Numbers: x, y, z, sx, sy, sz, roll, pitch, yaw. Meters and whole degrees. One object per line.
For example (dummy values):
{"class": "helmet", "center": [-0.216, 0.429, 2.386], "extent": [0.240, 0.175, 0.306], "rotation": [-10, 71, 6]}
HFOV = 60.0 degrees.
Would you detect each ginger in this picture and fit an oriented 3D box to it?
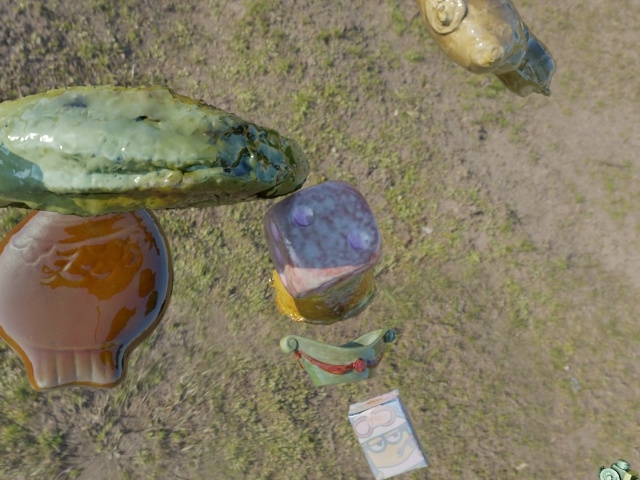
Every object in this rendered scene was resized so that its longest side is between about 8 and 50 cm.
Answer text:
{"class": "ginger", "center": [0.129, -0.252, 0.545], "extent": [0.334, 0.081, 0.148], "rotation": [46, 46, -16]}

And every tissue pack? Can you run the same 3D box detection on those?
{"class": "tissue pack", "center": [0.138, 0.396, 1.132], "extent": [0.115, 0.065, 0.155], "rotation": [-22, 94, 9]}

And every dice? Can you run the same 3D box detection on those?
{"class": "dice", "center": [0.000, 0.000, 0.544], "extent": [0.094, 0.093, 0.091], "rotation": [-23, 81, -16]}

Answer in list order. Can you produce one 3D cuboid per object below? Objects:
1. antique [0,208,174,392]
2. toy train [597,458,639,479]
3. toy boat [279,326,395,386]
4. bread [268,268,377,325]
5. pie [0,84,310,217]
{"class": "antique", "center": [-0.307, 0.052, 0.716], "extent": [0.223, 0.129, 0.278], "rotation": [-3, 80, -24]}
{"class": "toy train", "center": [0.458, 0.401, 0.844], "extent": [0.050, 0.081, 0.122], "rotation": [12, 99, -39]}
{"class": "toy boat", "center": [0.031, 0.161, 0.772], "extent": [0.185, 0.089, 0.071], "rotation": [0, 77, -31]}
{"class": "bread", "center": [0.016, 0.101, 1.174], "extent": [0.228, 0.143, 0.139], "rotation": [-19, 39, -8]}
{"class": "pie", "center": [-0.142, -0.053, 0.433], "extent": [0.276, 0.277, 0.079], "rotation": [0, 90, -21]}
